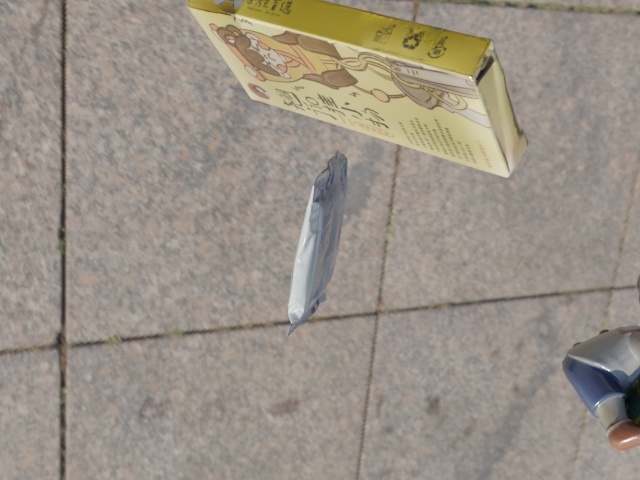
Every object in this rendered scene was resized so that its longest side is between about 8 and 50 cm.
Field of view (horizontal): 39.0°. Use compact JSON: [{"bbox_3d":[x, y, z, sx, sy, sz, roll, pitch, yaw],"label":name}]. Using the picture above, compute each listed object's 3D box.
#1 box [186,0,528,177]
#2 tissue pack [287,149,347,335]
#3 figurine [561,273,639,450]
[{"bbox_3d":[0.012,-0.071,0.382,0.020,0.149,0.073,-60,148,-13],"label":"box"},{"bbox_3d":[0.000,0.000,1.017,0.026,0.122,0.193,14,111,15],"label":"tissue pack"},{"bbox_3d":[0.360,0.084,0.856,0.158,0.161,0.275,40,99,8],"label":"figurine"}]
